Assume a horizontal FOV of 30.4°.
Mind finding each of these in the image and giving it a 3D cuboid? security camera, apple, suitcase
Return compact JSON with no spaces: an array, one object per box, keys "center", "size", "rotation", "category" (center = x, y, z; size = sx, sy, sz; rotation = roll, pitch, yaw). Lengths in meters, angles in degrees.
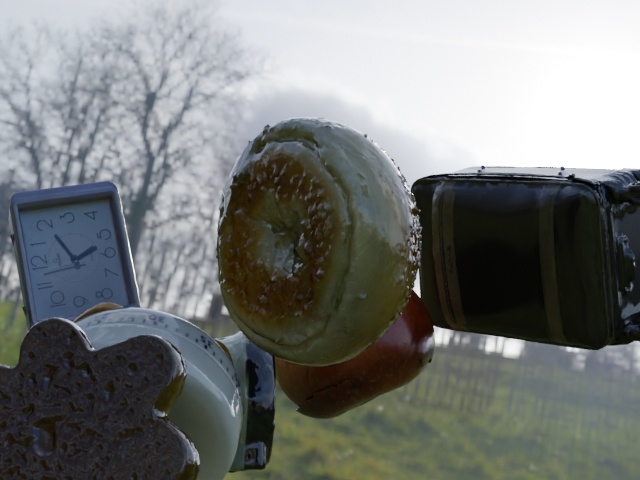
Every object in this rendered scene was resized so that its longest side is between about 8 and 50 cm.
[{"center":[-0.204,0.214,1.578],"size":[0.277,0.191,0.197],"rotation":[2,-11,-7],"category":"security camera"},{"center":[0.046,0.150,1.807],"size":[0.251,0.206,0.272],"rotation":[-20,-10,-12],"category":"apple"},{"center":[0.332,0.023,1.826],"size":[0.194,0.283,0.434],"rotation":[-16,15,-40],"category":"suitcase"}]

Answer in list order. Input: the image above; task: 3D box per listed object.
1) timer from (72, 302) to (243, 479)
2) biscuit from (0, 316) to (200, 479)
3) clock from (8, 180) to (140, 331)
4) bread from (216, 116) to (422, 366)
[{"center":[-0.198,0.195,1.224],"size":[0.233,0.240,0.233],"rotation":[2,-59,3],"category":"timer"},{"center":[-0.204,0.144,0.847],"size":[0.236,0.180,0.039],"rotation":[-11,-22,7],"category":"biscuit"},{"center":[-0.321,0.029,1.523],"size":[0.144,0.193,0.073],"rotation":[-9,-14,-17],"category":"clock"},{"center":[0.000,0.000,1.369],"size":[0.158,0.306,0.305],"rotation":[0,-7,-37],"category":"bread"}]
